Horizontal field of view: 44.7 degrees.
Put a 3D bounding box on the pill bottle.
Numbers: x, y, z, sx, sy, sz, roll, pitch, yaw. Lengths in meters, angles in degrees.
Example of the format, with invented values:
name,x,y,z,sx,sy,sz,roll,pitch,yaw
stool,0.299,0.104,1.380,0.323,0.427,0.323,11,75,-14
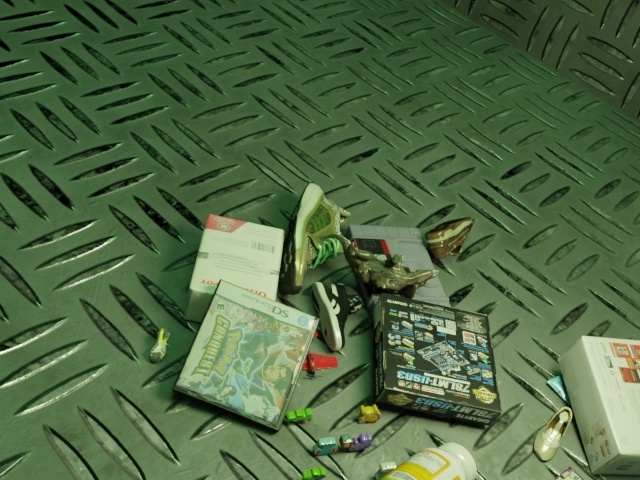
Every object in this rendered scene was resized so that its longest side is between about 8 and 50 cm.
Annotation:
name,x,y,z,sx,sy,sz,roll,pitch,yaw
pill bottle,0.213,0.509,1.589,0.136,0.136,0.245,42,38,26

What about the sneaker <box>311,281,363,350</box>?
name,x,y,z,sx,sy,sz,roll,pitch,yaw
sneaker,0.060,0.182,1.955,0.121,0.079,0.217,0,42,-19

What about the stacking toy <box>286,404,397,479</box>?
name,x,y,z,sx,sy,sz,roll,pitch,yaw
stacking toy,0.046,0.442,1.683,0.221,0.052,0.167,1,41,-18

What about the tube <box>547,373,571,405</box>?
name,x,y,z,sx,sy,sz,roll,pitch,yaw
tube,0.683,0.353,2.027,0.207,0.052,0.080,-23,53,-33

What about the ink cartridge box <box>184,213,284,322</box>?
name,x,y,z,sx,sy,sz,roll,pitch,yaw
ink cartridge box,-0.212,0.081,1.936,0.207,0.117,0.283,13,41,-7

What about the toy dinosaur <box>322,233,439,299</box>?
name,x,y,z,sx,sy,sz,roll,pitch,yaw
toy dinosaur,0.141,0.079,1.995,0.313,0.160,0.121,15,72,16

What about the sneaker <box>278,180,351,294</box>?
name,x,y,z,sx,sy,sz,roll,pitch,yaw
sneaker,0.000,0.000,2.095,0.182,0.158,0.410,21,41,-6

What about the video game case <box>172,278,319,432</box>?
name,x,y,z,sx,sy,sz,roll,pitch,yaw
video game case,-0.161,0.252,1.731,0.248,0.035,0.275,22,64,-3

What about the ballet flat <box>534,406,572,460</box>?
name,x,y,z,sx,sy,sz,roll,pitch,yaw
ballet flat,0.556,0.454,1.855,0.057,0.052,0.168,32,42,15

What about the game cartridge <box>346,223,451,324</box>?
name,x,y,z,sx,sy,sz,roll,pitch,yaw
game cartridge,0.210,0.090,2.137,0.230,0.068,0.355,6,41,-21

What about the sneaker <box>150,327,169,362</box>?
name,x,y,z,sx,sy,sz,roll,pitch,yaw
sneaker,-0.365,0.242,1.767,0.031,0.035,0.083,24,60,-11

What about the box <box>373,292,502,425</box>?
name,x,y,z,sx,sy,sz,roll,pitch,yaw
box,0.277,0.282,1.879,0.295,0.073,0.293,13,45,-10

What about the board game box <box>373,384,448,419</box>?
name,x,y,z,sx,sy,sz,roll,pitch,yaw
board game box,0.224,0.351,1.868,0.186,0.026,0.126,17,39,-2

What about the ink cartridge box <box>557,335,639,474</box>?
name,x,y,z,sx,sy,sz,roll,pitch,yaw
ink cartridge box,0.766,0.404,1.899,0.271,0.130,0.310,6,51,-15

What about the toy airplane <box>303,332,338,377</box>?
name,x,y,z,sx,sy,sz,roll,pitch,yaw
toy airplane,-0.028,0.268,1.865,0.151,0.028,0.151,12,40,-10

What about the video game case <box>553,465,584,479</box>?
name,x,y,z,sx,sy,sz,roll,pitch,yaw
video game case,0.548,0.625,1.667,0.232,0.042,0.210,-22,55,-38

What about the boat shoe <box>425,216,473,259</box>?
name,x,y,z,sx,sy,sz,roll,pitch,yaw
boat shoe,0.383,-0.002,2.298,0.095,0.095,0.257,-11,7,37
